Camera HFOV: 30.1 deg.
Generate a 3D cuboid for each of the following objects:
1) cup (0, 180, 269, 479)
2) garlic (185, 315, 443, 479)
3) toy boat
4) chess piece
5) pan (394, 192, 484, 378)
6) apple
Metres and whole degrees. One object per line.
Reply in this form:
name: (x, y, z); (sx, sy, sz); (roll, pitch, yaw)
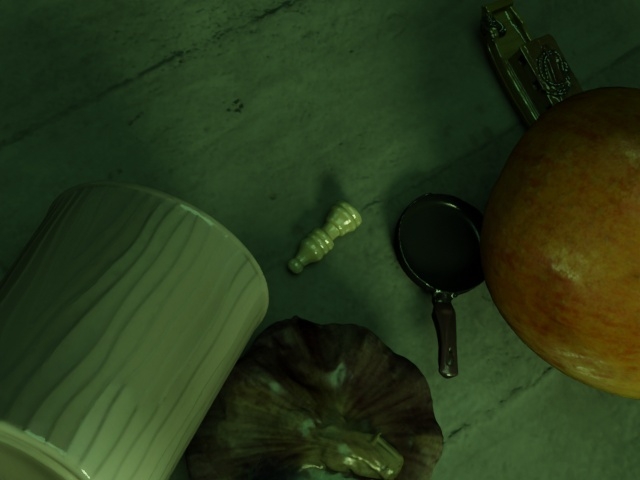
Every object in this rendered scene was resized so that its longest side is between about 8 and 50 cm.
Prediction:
cup: (-0.223, 0.095, 1.019); (0.288, 0.208, 0.273); (22, 50, 5)
garlic: (-0.001, 0.183, 1.105); (0.245, 0.160, 0.244); (2, 75, -7)
toy boat: (0.243, -0.186, 1.345); (0.057, 0.077, 0.200); (-24, 80, -21)
chess piece: (0.000, 0.000, 1.238); (0.035, 0.035, 0.092); (45, 70, 2)
pan: (0.131, 0.049, 1.252); (0.115, 0.040, 0.212); (9, 62, -13)
apple: (0.315, 0.008, 1.176); (0.299, 0.299, 0.275); (-33, 44, -23)
